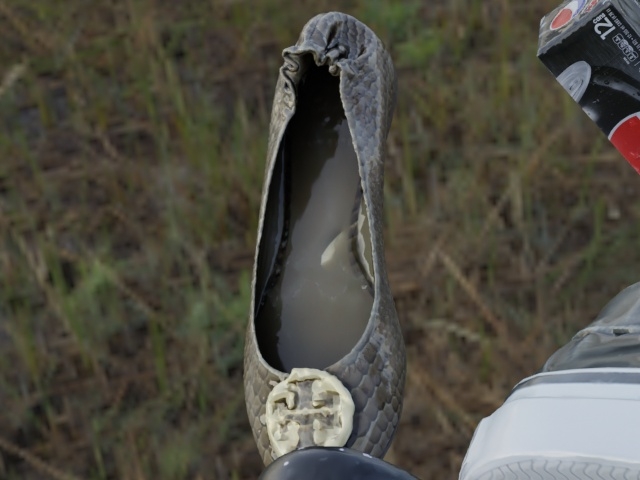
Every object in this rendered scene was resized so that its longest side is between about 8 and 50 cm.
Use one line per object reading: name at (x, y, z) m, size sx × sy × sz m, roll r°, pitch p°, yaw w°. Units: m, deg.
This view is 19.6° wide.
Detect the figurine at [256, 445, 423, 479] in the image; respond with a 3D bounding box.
figurine at (-0.036, 0.220, 0.741) m, size 0.092 × 0.215 × 0.209 m, roll 27°, pitch 48°, yaw -7°

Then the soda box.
soda box at (0.196, -0.070, 1.053) m, size 0.053 × 0.169 × 0.060 m, roll -37°, pitch 17°, yaw 24°

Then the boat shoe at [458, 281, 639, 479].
boat shoe at (0.193, 0.049, 0.460) m, size 0.335 × 0.121 × 0.119 m, roll 5°, pitch 47°, yaw 35°

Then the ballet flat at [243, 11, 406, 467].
ballet flat at (0.000, 0.000, 0.884) m, size 0.084 × 0.058 × 0.249 m, roll -4°, pitch 66°, yaw 21°
